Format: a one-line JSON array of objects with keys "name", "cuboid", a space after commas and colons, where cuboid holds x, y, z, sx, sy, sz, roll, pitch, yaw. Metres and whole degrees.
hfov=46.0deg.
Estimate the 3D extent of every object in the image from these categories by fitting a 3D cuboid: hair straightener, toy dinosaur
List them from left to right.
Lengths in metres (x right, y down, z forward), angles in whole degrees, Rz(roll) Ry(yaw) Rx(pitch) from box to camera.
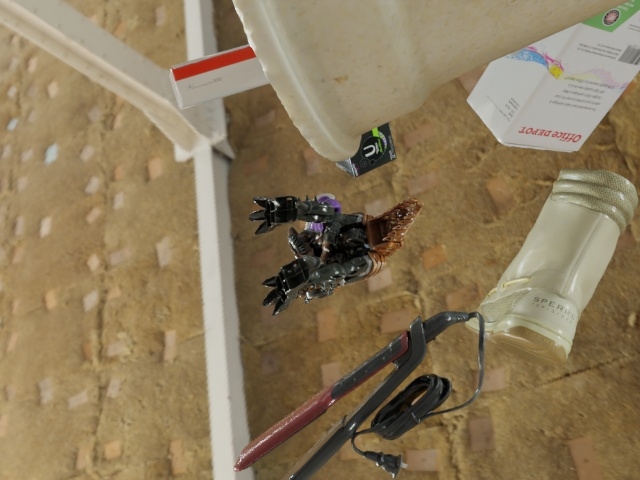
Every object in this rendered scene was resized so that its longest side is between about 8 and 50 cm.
[{"name": "toy dinosaur", "cuboid": [0.023, 0.003, 1.089, 0.322, 0.218, 0.164, -55, -133, 37]}, {"name": "hair straightener", "cuboid": [0.045, 0.139, 0.599, 0.230, 0.047, 0.089, -39, -91, 2]}]

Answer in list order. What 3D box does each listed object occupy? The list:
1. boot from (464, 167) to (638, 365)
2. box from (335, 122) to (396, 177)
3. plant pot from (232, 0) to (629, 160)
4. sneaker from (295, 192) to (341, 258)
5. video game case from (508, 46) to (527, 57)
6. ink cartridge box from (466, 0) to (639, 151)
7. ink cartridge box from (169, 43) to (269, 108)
[{"name": "boot", "cuboid": [0.251, 0.030, 0.839, 0.095, 0.262, 0.204, 26, -95, 6]}, {"name": "box", "cuboid": [0.045, -0.129, 0.893, 0.062, 0.083, 0.052, -26, -149, -16]}, {"name": "plant pot", "cuboid": [0.109, -0.244, 0.414, 0.305, 0.334, 0.334, -14, -118, 14]}, {"name": "sneaker", "cuboid": [0.000, 0.000, 1.374, 0.071, 0.068, 0.170, -135, -129, -62]}, {"name": "video game case", "cuboid": [0.218, -0.287, 0.715, 0.173, 0.190, 0.022, -33, -132, 15]}, {"name": "ink cartridge box", "cuboid": [0.392, -0.286, 1.185, 0.117, 0.201, 0.278, 60, -46, 36]}, {"name": "ink cartridge box", "cuboid": [-0.152, -0.355, 1.565, 0.308, 0.091, 0.385, -18, -166, -8]}]
